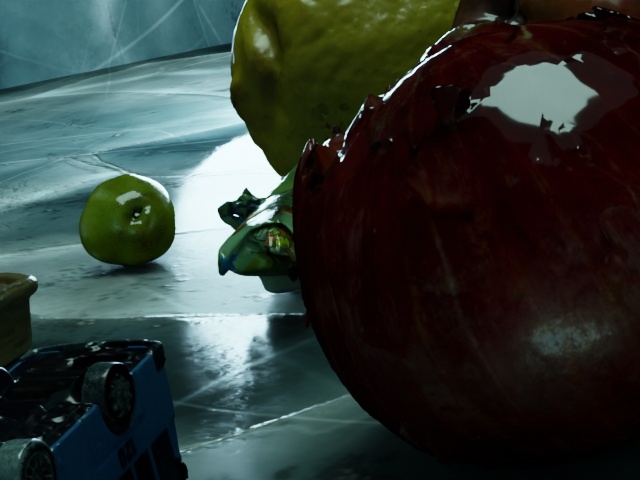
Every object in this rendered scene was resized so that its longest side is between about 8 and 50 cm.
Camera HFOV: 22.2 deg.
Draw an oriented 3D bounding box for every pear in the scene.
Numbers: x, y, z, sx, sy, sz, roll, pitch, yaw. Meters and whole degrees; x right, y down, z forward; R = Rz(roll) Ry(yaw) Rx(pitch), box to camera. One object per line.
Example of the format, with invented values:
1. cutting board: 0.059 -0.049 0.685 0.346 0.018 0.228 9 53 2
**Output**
1. pear: -0.172 -0.019 1.490 0.092 0.092 0.097 -16 14 -33

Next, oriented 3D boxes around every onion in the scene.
1. onion: 0.119 0.003 0.887 0.276 0.276 0.276 -7 13 2

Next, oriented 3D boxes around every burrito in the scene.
1. burrito: -0.035 -0.020 1.310 0.104 0.054 0.288 -4 15 14

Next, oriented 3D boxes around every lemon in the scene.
1. lemon: 0.063 -0.168 1.573 0.297 0.297 0.297 -7 13 2

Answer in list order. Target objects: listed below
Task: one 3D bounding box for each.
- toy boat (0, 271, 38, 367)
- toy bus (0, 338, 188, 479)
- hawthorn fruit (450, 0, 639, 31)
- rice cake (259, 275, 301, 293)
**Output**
1. toy boat: -0.296 0.076 1.197 0.116 0.061 0.188 0 15 26
2. toy bus: -0.140 0.122 0.795 0.090 0.106 0.184 -6 17 23
3. hawthorn fruit: 0.256 -0.122 1.358 0.298 0.277 0.277 26 -2 -24
4. rice cake: 0.000 0.000 1.406 0.085 0.040 0.226 -7 13 6
